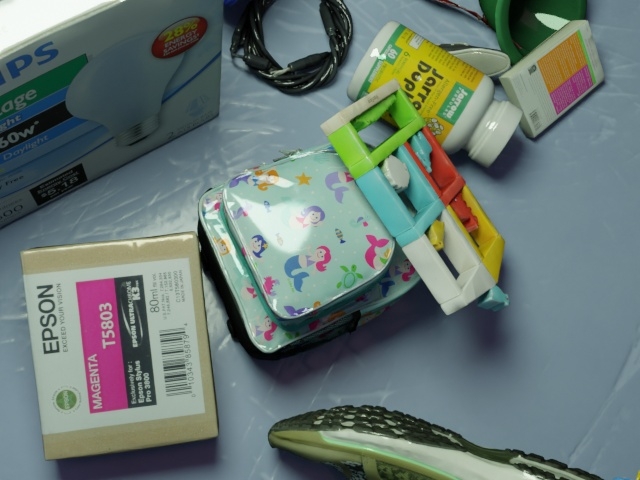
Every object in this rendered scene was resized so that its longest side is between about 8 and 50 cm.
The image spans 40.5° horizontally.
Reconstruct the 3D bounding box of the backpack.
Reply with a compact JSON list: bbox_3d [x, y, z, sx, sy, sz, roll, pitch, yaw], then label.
[{"bbox_3d":[0.000,0.000,1.023,0.254,0.191,0.225,-20,77,-18],"label":"backpack"}]

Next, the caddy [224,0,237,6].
[{"bbox_3d":[-0.093,-0.469,1.088,0.179,0.241,0.341,18,86,-21],"label":"caddy"}]

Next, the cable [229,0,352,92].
[{"bbox_3d":[-0.028,-0.291,1.166,0.151,0.047,0.184,25,72,0],"label":"cable"}]

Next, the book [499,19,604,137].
[{"bbox_3d":[0.318,-0.219,1.180,0.144,0.035,0.096,-38,116,-16],"label":"book"}]

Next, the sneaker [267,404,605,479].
[{"bbox_3d":[0.124,0.303,0.954,0.411,0.158,0.181,16,90,14],"label":"sneaker"}]

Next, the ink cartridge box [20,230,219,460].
[{"bbox_3d":[-0.222,0.114,0.977,0.193,0.088,0.234,-7,92,-9],"label":"ink cartridge box"}]

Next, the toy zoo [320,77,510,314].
[{"bbox_3d":[0.127,-0.040,1.002,0.293,0.030,0.192,55,32,-5],"label":"toy zoo"}]

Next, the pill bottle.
[{"bbox_3d":[0.149,-0.183,1.122,0.208,0.117,0.117,32,73,2],"label":"pill bottle"}]

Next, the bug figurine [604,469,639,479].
[{"bbox_3d":[0.384,0.417,1.008,0.279,0.072,0.216,44,76,4],"label":"bug figurine"}]

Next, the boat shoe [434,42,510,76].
[{"bbox_3d":[0.192,-0.245,1.169,0.125,0.046,0.038,-1,45,20],"label":"boat shoe"}]

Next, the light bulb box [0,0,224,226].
[{"bbox_3d":[-0.308,-0.223,0.946,0.358,0.361,0.225,-30,80,-14],"label":"light bulb box"}]

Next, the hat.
[{"bbox_3d":[0.242,-0.342,1.227,0.208,0.184,0.173,39,83,-41],"label":"hat"}]
